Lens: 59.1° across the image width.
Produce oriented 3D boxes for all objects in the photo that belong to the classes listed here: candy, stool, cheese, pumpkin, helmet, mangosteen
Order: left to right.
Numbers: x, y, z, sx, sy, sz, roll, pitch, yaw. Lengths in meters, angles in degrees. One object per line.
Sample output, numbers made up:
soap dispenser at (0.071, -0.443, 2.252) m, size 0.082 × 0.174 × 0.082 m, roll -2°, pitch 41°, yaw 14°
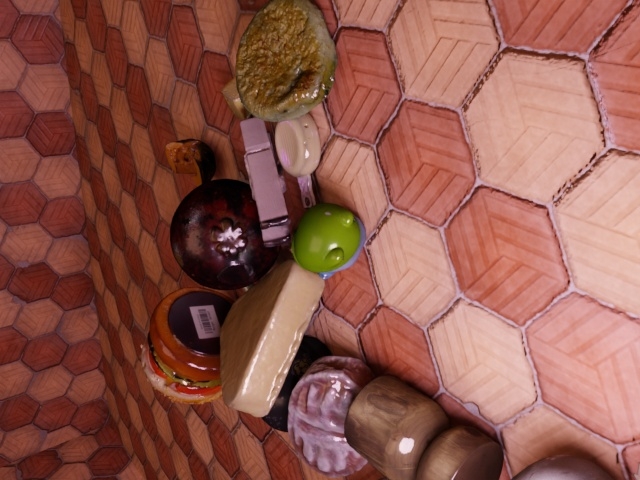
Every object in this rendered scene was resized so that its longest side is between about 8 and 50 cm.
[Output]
pumpkin at (-0.374, -0.242, 1.704) m, size 0.183 × 0.107 × 0.119 m, roll 37°, pitch 137°, yaw 31°
mangosteen at (-0.240, -0.013, 1.466) m, size 0.311 × 0.311 × 0.312 m, roll 23°, pitch 120°, yaw 48°
cheese at (-0.150, 0.259, 1.403) m, size 0.384 × 0.104 × 0.384 m, roll -46°, pitch 27°, yaw 32°
helmet at (-0.085, 0.385, 1.476) m, size 0.279 × 0.160 × 0.231 m, roll -57°, pitch 51°, yaw 37°
cheese at (-0.046, -0.184, 1.318) m, size 0.137 × 0.064 × 0.228 m, roll -4°, pitch 98°, yaw 57°
candy at (0.037, 0.404, 1.314) m, size 0.214 × 0.157 × 0.290 m, roll 12°, pitch 114°, yaw 17°
stool at (0.195, 0.401, 1.107) m, size 0.264 × 0.179 × 0.179 m, roll 26°, pitch 122°, yaw 47°

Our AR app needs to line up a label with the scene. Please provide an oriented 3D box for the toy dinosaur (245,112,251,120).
toy dinosaur at (-0.155, -0.409, 1.394) m, size 0.167 × 0.053 × 0.242 m, roll 62°, pitch 143°, yaw 19°

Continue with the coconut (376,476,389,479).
coconut at (0.158, 0.619, 1.188) m, size 0.237 × 0.266 × 0.238 m, roll 13°, pitch 139°, yaw 11°

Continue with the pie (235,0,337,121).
pie at (-0.082, -0.395, 1.245) m, size 0.276 × 0.078 × 0.277 m, roll -2°, pitch 87°, yaw 35°

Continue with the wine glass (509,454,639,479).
wine glass at (0.394, 0.413, 0.799) m, size 0.238 × 0.237 × 0.323 m, roll 59°, pitch 136°, yaw 22°

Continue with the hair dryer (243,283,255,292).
hair dryer at (-0.225, 0.132, 1.643) m, size 0.236 × 0.131 × 0.073 m, roll 49°, pitch 135°, yaw 12°

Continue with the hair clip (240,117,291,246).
hair clip at (-0.127, -0.147, 1.338) m, size 0.101 × 0.085 × 0.331 m, roll 67°, pitch -170°, yaw -58°

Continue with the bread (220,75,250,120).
bread at (-0.199, -0.369, 1.499) m, size 0.084 × 0.080 × 0.109 m, roll 42°, pitch 168°, yaw 37°

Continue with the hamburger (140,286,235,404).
hamburger at (-0.377, 0.328, 1.734) m, size 0.330 × 0.329 × 0.250 m, roll 54°, pitch 134°, yaw 26°

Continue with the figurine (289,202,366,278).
figurine at (0.000, 0.000, 1.261) m, size 0.263 × 0.143 × 0.162 m, roll -5°, pitch 62°, yaw 66°
